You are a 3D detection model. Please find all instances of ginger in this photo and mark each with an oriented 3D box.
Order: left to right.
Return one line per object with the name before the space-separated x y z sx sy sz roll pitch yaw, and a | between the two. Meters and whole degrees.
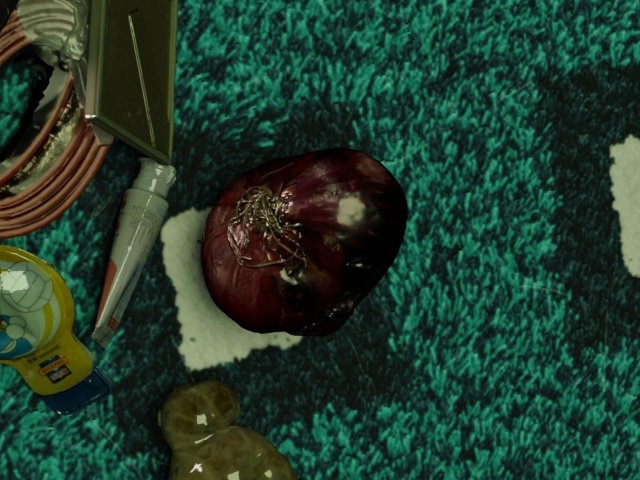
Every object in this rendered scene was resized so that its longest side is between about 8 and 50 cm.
ginger | -0.139 0.329 1.858 0.245 0.155 0.304 27 70 -14

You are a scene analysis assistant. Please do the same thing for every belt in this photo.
belt | -0.358 -0.155 1.781 0.227 0.115 0.323 29 77 -23

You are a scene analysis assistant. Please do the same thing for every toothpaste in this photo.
toothpaste | -0.232 0.016 1.857 0.057 0.089 0.234 14 78 7

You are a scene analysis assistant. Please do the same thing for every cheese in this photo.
cheese | -0.351 0.100 1.780 0.177 0.069 0.270 -28 119 19

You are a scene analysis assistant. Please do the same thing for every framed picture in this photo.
framed picture | -0.218 -0.238 1.803 0.192 0.018 0.265 35 52 -63

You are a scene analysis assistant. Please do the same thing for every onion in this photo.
onion | -0.012 -0.006 1.852 0.281 0.281 0.221 -1 55 -24

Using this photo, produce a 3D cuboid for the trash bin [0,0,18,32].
trash bin | -0.371 -0.390 1.655 0.252 0.203 0.301 46 63 -44
